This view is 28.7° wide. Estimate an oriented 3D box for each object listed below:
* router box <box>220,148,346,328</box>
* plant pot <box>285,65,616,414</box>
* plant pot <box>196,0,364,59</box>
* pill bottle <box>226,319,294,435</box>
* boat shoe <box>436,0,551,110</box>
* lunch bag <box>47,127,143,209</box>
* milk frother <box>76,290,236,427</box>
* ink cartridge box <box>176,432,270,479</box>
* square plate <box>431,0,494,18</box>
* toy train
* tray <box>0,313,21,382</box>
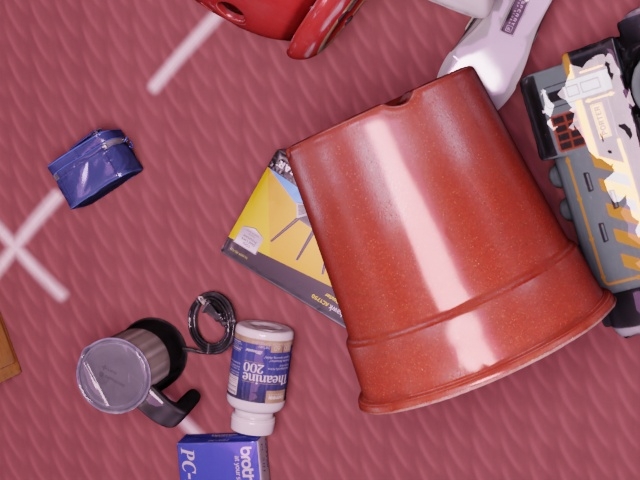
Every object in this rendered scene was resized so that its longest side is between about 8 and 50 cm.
[{"bbox_3d":[0.000,0.000,1.377,0.178,0.046,0.133,31,100,6],"label":"router box"},{"bbox_3d":[0.108,-0.011,1.218,0.272,0.272,0.265,-23,93,13],"label":"plant pot"},{"bbox_3d":[-0.033,-0.291,1.284,0.174,0.191,0.191,39,102,-1],"label":"plant pot"},{"bbox_3d":[-0.069,0.154,1.396,0.067,0.067,0.120,9,98,10],"label":"pill bottle"},{"bbox_3d":[0.190,-0.212,1.306,0.077,0.070,0.219,31,99,2],"label":"boat shoe"},{"bbox_3d":[-0.253,-0.087,1.407,0.098,0.067,0.065,-32,90,12],"label":"lunch bag"},{"bbox_3d":[-0.175,0.119,1.379,0.129,0.135,0.143,25,100,7],"label":"milk frother"},{"bbox_3d":[-0.105,0.326,1.432,0.097,0.046,0.207,-3,96,11],"label":"ink cartridge box"},{"bbox_3d":[0.055,-0.430,1.197,0.347,0.049,0.344,20,80,-8],"label":"square plate"},{"bbox_3d":[0.331,-0.063,1.268,0.190,0.142,0.334,-16,95,24],"label":"toy train"},{"bbox_3d":[-0.468,-0.017,1.388,0.076,0.203,0.411,-20,92,12],"label":"tray"}]
